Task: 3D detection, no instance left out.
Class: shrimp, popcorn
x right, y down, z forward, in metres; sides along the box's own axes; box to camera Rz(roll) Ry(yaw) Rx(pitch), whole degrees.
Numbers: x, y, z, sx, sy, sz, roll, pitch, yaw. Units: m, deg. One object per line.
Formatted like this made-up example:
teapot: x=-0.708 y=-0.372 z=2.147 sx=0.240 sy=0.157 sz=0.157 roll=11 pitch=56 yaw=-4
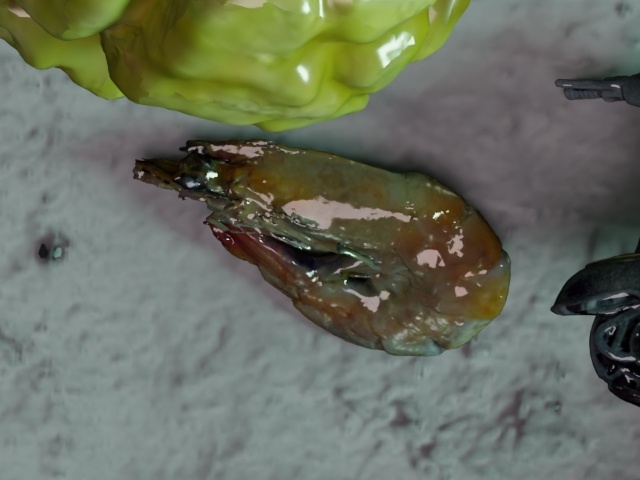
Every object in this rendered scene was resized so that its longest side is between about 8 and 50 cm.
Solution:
shrimp: x=0.000 y=0.000 z=0.740 sx=0.190 sy=0.042 sz=0.101 roll=22 pitch=120 yaw=-7
popcorn: x=-0.052 y=-0.169 z=0.569 sx=0.270 sy=0.224 sz=0.258 roll=19 pitch=115 yaw=38

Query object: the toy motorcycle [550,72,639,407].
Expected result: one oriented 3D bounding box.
toy motorcycle: x=0.225 y=-0.019 z=0.673 sx=0.263 sy=0.091 sz=0.157 roll=-11 pitch=80 yaw=6
